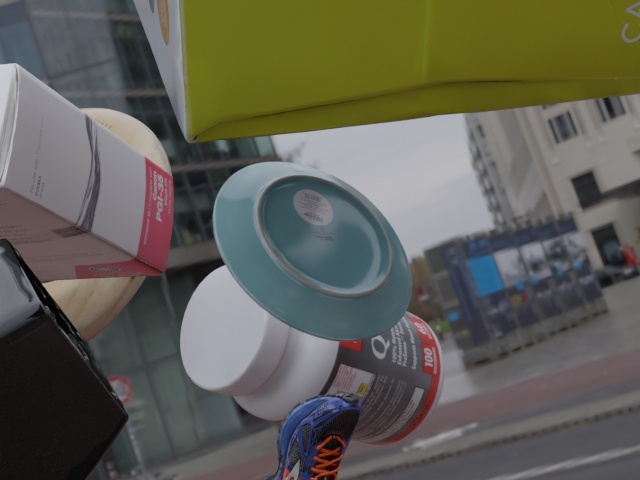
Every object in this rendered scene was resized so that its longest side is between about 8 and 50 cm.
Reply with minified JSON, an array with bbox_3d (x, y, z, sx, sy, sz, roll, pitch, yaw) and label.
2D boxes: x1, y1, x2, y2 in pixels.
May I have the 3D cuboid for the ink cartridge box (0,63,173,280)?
[{"bbox_3d":[-0.295,-0.051,1.005,0.207,0.117,0.283,-2,-18,19],"label":"ink cartridge box"}]

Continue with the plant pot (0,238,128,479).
[{"bbox_3d":[-0.256,0.112,0.790,0.167,0.188,0.187,-34,36,-10],"label":"plant pot"}]

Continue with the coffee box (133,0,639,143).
[{"bbox_3d":[0.044,-0.296,0.695,0.338,0.338,0.334,-7,32,-13],"label":"coffee box"}]

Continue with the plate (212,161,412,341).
[{"bbox_3d":[0.000,0.000,0.889,0.188,0.188,0.024,-15,-27,-40],"label":"plate"}]

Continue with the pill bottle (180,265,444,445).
[{"bbox_3d":[-0.007,0.163,1.505,0.210,0.210,0.363,-24,-32,36],"label":"pill bottle"}]

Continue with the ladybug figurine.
[{"bbox_3d":[-0.377,0.008,1.502,0.162,0.305,0.449,95,-161,-55],"label":"ladybug figurine"}]

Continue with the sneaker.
[{"bbox_3d":[-0.008,0.252,1.111,0.083,0.087,0.221,6,-61,-37],"label":"sneaker"}]
